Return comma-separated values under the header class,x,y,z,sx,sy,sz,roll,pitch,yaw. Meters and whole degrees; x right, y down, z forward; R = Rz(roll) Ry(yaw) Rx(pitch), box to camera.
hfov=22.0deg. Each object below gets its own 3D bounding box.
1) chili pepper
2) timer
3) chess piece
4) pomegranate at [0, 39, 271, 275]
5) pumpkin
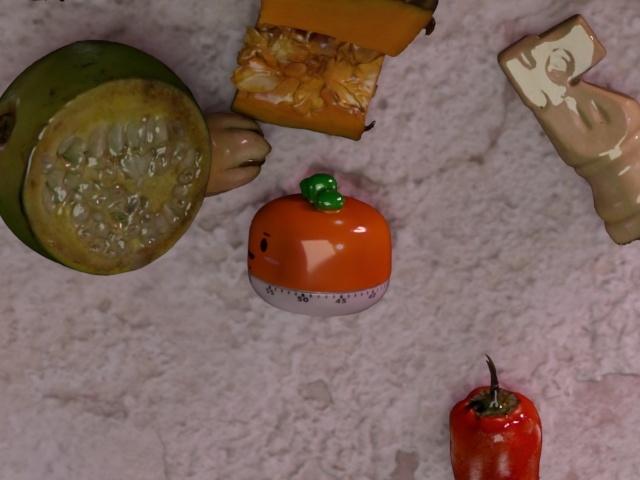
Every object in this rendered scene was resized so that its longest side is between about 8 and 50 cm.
class,x,y,z,sx,sy,sz,roll,pitch,yaw
chili pepper,0.166,0.181,1.555,0.084,0.086,0.192,11,129,27
timer,0.000,0.000,1.464,0.136,0.099,0.136,-5,121,-9
chess piece,0.240,-0.099,1.433,0.090,0.090,0.200,-34,99,15
pomegranate,-0.175,-0.092,1.402,0.240,0.159,0.190,-28,126,-14
pumpkin,0.013,-0.184,1.328,0.139,0.190,0.281,13,115,-6
